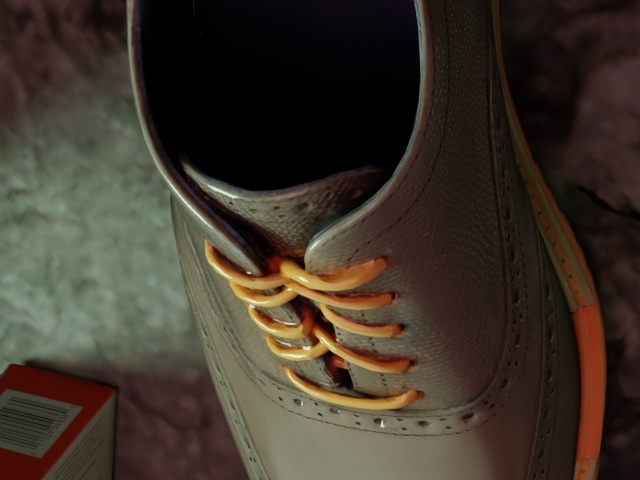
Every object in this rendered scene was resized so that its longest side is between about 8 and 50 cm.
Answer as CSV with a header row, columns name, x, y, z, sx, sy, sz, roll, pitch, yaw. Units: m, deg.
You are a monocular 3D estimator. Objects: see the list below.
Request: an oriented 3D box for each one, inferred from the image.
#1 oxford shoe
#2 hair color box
name,x,y,z,sx,sy,sz,roll,pitch,yaw
oxford shoe,0.000,0.000,0.563,0.130,0.133,0.364,-2,114,20
hair color box,-0.106,0.122,0.697,0.043,0.072,0.141,12,117,14
